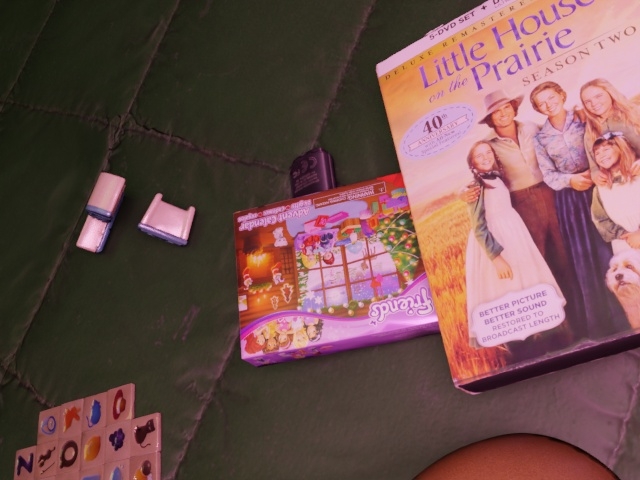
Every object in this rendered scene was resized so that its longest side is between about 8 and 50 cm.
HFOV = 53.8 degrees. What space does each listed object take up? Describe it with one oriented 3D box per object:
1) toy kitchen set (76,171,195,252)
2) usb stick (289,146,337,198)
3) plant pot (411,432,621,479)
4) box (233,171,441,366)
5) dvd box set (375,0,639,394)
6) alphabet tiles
[{"bbox_3d":[-0.320,-0.020,1.087,0.122,0.166,0.207,-70,16,-9],"label":"toy kitchen set"},{"bbox_3d":[0.000,0.000,0.875,0.077,0.045,0.278,-25,60,32],"label":"usb stick"},{"bbox_3d":[0.147,0.276,0.536,0.237,0.254,0.237,-13,64,29],"label":"plant pot"},{"bbox_3d":[0.040,0.030,0.783,0.293,0.057,0.201,-13,65,12],"label":"box"},{"bbox_3d":[0.236,-0.087,0.657,0.307,0.062,0.420,-23,59,25],"label":"dvd box set"},{"bbox_3d":[-0.377,0.391,0.994,0.342,0.011,0.285,-21,61,26],"label":"alphabet tiles"}]
